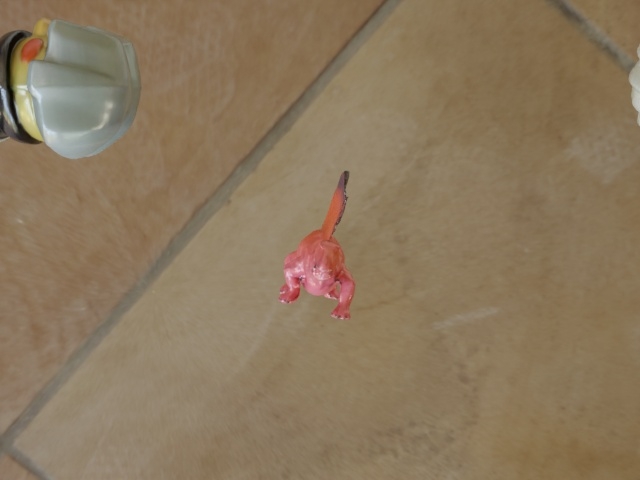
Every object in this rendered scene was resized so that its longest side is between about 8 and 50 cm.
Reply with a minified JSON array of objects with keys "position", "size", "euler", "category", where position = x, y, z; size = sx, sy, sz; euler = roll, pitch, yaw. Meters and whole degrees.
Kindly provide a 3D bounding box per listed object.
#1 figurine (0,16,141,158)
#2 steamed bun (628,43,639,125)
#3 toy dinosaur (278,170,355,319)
[{"position":[-0.289,-0.144,1.119],"size":[0.236,0.176,0.133],"euler":[0,99,7],"category":"figurine"},{"position":[0.416,-0.153,1.249],"size":[0.182,0.183,0.106],"euler":[29,49,-6],"category":"steamed bun"},{"position":[0.002,-0.007,1.207],"size":[0.070,0.286,0.139],"euler":[10,95,-4],"category":"toy dinosaur"}]
